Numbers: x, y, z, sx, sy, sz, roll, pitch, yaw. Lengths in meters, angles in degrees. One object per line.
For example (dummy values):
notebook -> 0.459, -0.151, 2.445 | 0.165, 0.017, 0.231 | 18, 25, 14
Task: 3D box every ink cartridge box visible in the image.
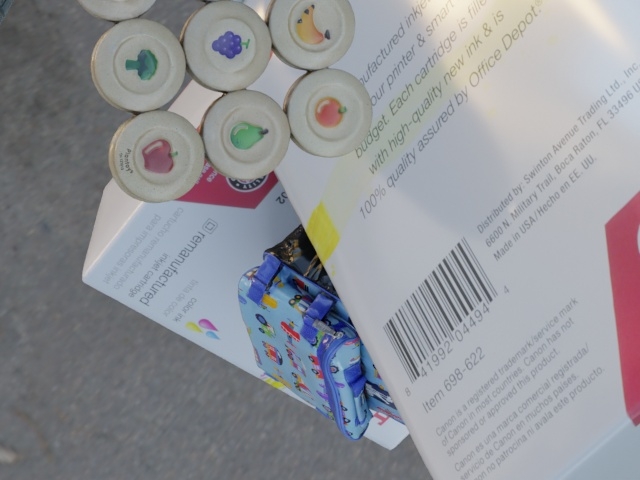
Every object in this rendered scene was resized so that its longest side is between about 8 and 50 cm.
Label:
ink cartridge box -> 0.000, 0.000, 1.190 | 0.306, 0.131, 0.226 | 31, 122, -18
ink cartridge box -> 0.129, -0.065, 0.853 | 0.279, 0.160, 0.385 | -50, 55, 36

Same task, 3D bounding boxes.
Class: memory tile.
memory tile -> -0.041, -0.096, 0.597 | 0.113, 0.012, 0.148 | -15, 98, -16

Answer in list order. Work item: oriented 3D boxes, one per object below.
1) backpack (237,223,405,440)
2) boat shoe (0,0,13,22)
backpack -> 0.045, 0.069, 1.026 | 0.173, 0.117, 0.158 | 36, 156, 24
boat shoe -> -0.291, -0.125, 0.882 | 0.103, 0.320, 0.118 | 4, 137, 34
